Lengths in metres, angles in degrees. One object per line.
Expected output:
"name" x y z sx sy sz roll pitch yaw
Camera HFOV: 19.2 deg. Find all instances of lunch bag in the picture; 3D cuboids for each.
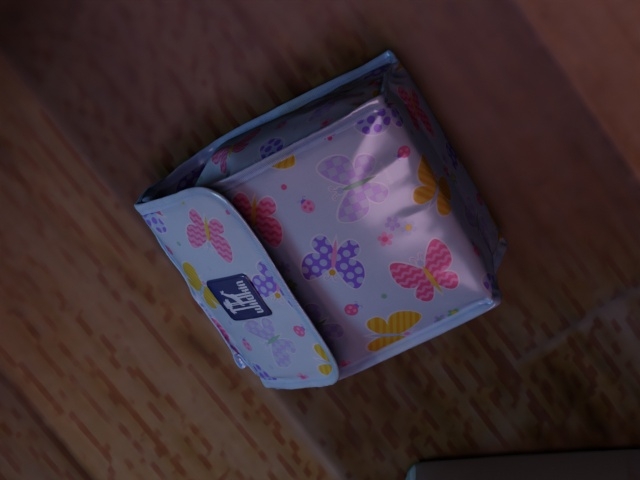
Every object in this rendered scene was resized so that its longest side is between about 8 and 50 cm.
"lunch bag" 0.000 0.000 0.523 0.083 0.053 0.071 -24 109 20

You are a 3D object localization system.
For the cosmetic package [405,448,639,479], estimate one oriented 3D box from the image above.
"cosmetic package" 0.090 0.183 0.463 0.129 0.296 0.153 -3 112 3
